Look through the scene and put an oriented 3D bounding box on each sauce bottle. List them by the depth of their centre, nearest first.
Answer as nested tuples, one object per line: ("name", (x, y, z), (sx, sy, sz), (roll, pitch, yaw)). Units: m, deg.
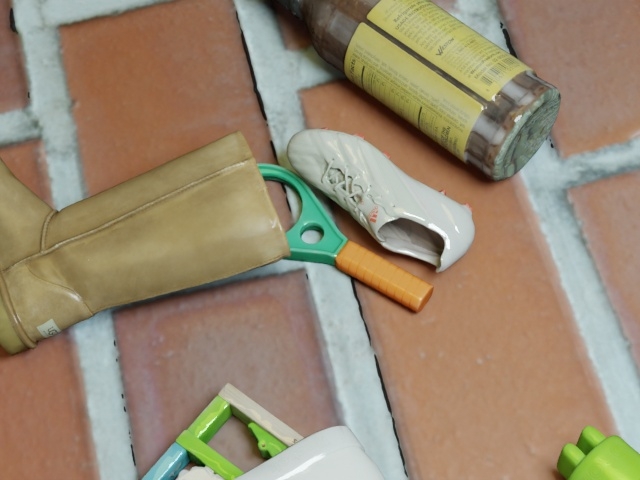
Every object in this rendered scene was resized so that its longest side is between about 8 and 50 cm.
("sauce bottle", (0.070, -0.193, 1.392), (0.344, 0.111, 0.111), (40, 70, 22))

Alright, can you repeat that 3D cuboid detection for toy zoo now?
("toy zoo", (-0.097, 0.279, 1.177), (0.192, 0.030, 0.293), (33, 68, 20))

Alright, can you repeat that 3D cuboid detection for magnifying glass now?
("magnifying glass", (0.000, 0.000, 1.336), (0.231, 0.026, 0.092), (30, 66, 18))

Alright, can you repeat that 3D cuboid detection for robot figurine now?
("robot figurine", (0.247, 0.206, 1.176), (0.101, 0.067, 0.115), (-37, 64, -25))

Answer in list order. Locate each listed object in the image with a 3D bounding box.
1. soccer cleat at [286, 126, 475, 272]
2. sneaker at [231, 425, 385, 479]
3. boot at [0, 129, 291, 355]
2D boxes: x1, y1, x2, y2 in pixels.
("soccer cleat", (0.049, -0.040, 1.319), (0.196, 0.068, 0.076), (29, 45, 10))
("sneaker", (-0.066, 0.260, 1.106), (0.290, 0.106, 0.123), (-30, 60, -15))
("boot", (-0.190, -0.038, 1.325), (0.270, 0.089, 0.236), (-22, 74, -2))
